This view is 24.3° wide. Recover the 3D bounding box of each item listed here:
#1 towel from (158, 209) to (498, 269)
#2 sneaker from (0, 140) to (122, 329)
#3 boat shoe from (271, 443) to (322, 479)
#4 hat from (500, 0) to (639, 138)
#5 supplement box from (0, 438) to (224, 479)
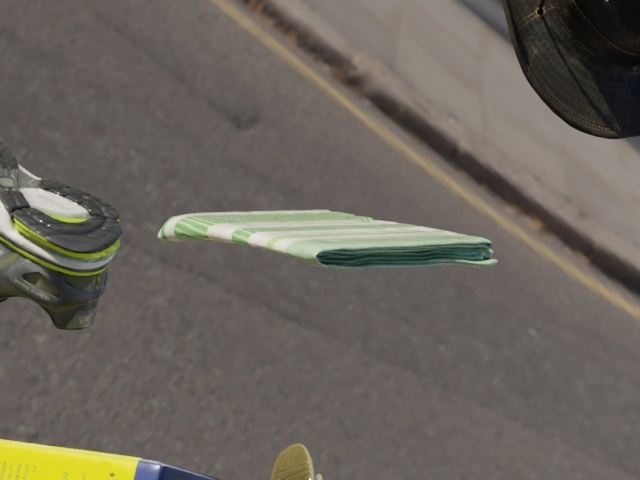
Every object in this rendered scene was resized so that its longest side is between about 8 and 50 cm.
[{"bbox_3d":[0.000,0.000,1.617,0.248,0.038,0.325,-1,7,-36],"label":"towel"},{"bbox_3d":[-0.311,-0.011,1.394,0.300,0.121,0.111,29,31,34],"label":"sneaker"},{"bbox_3d":[-0.017,0.302,1.677,0.048,0.056,0.153,45,22,-46],"label":"boat shoe"},{"bbox_3d":[0.301,-0.267,1.382,0.331,0.134,0.331,7,79,-37],"label":"hat"},{"bbox_3d":[-0.278,0.304,1.456,0.357,0.194,0.195,4,-15,25],"label":"supplement box"}]
